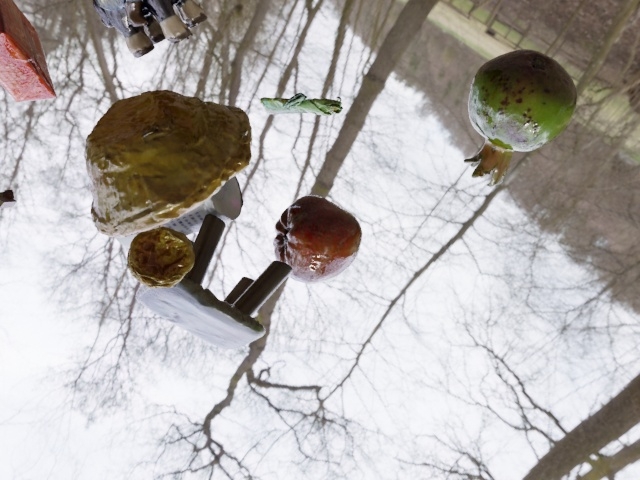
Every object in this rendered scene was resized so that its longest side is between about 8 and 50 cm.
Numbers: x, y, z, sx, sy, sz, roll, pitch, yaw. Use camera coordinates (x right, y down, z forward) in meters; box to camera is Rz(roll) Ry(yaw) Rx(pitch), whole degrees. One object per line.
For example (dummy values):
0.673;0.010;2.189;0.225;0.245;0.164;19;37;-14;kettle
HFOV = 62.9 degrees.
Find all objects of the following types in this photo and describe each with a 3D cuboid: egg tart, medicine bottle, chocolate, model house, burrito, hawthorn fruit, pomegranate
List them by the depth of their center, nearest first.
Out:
-0.281;-0.160;0.918;0.153;0.339;0.351;60;-151;-41;egg tart
-0.313;0.036;1.027;0.130;0.052;0.130;6;-107;-21;egg tart
0.411;-0.284;1.167;0.231;0.286;0.231;22;-134;-24;pomegranate
-0.775;-0.492;1.294;0.235;0.108;0.237;82;163;-68;chocolate
-0.399;-0.101;1.414;0.190;0.332;0.190;-15;-90;-72;medicine bottle
-0.069;-0.388;1.487;0.288;0.054;0.104;12;-174;34;burrito
-0.960;-0.125;1.590;0.058;0.057;0.083;-9;-176;8;model house
0.000;0.000;2.288;0.403;0.403;0.403;26;-153;-15;hawthorn fruit

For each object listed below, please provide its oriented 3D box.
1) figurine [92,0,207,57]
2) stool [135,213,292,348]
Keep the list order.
-0.354;-0.507;0.859;0.412;0.306;0.241;41;-121;-12;figurine
-0.282;0.118;1.377;0.310;0.310;0.226;34;-121;-19;stool
